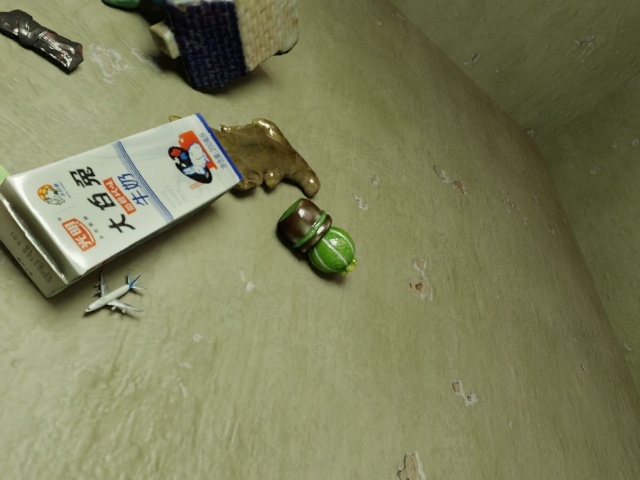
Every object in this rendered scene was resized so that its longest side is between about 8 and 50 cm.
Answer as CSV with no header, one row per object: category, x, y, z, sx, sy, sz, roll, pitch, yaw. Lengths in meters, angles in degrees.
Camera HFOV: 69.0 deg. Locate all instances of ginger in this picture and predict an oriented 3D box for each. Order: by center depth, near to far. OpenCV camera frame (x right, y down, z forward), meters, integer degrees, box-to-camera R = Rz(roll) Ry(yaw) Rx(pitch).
ginger,-0.130,-0.165,0.874,0.333,0.080,0.166,-6,76,-45

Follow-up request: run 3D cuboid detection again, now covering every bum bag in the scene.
bum bag,-0.431,-0.313,0.722,0.124,0.034,0.057,29,56,-26

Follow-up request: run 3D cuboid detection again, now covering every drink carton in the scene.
drink carton,-0.255,-0.062,0.630,0.130,0.107,0.315,56,37,-9

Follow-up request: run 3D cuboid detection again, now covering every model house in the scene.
model house,-0.240,-0.462,0.912,0.298,0.243,0.284,33,61,18

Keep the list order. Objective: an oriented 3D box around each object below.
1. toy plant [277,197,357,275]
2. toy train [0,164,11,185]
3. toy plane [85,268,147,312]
toy plant,0.000,0.000,0.862,0.162,0.093,0.092,45,38,-14
toy train,-0.420,-0.086,0.536,0.122,0.050,0.081,50,33,-1
toy plane,-0.262,0.069,0.591,0.078,0.024,0.084,43,44,5
